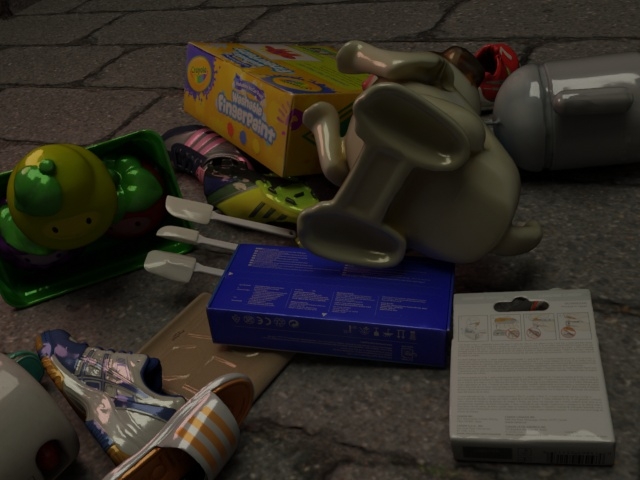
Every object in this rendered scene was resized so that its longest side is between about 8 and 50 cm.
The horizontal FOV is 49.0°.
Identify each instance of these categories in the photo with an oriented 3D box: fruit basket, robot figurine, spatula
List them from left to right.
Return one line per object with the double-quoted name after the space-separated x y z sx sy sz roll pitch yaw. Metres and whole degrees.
-0.426 -0.048 1.235 0.391 0.283 0.392 -14 20 5 "fruit basket"
-0.167 0.013 1.215 0.241 0.019 0.168 14 49 -6 "spatula"
0.472 -0.232 1.285 0.353 0.200 0.300 -4 -4 12 "robot figurine"

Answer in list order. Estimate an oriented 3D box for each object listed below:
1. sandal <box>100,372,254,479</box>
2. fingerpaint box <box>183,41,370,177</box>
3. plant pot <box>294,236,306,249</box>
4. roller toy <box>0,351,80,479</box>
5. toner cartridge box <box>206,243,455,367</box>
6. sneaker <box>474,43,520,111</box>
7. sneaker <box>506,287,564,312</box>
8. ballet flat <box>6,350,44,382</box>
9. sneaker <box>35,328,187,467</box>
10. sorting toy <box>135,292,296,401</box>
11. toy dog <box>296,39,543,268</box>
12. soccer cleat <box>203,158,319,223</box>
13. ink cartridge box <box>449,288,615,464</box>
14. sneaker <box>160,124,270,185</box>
-0.170 0.281 0.874 0.265 0.102 0.076 -41 44 -21 "sandal"
-0.025 -0.284 1.457 0.370 0.163 0.444 -9 29 -34 "fingerpaint box"
0.000 0.000 1.228 0.079 0.083 0.083 -31 37 -4 "plant pot"
-0.421 0.253 0.897 0.209 0.191 0.146 -15 23 52 "roller toy"
0.022 0.091 1.054 0.347 0.075 0.165 4 35 12 "toner cartridge box"
0.398 -0.400 1.612 0.107 0.119 0.279 5 39 23 "sneaker"
0.282 0.123 0.995 0.157 0.061 0.065 -30 7 -13 "sneaker"
-0.522 0.257 1.041 0.087 0.083 0.247 -10 26 49 "ballet flat"
-0.291 0.205 0.997 0.131 0.112 0.296 -39 53 -22 "sneaker"
-0.157 0.175 1.066 0.208 0.038 0.193 19 46 30 "sorting toy"
0.170 -0.171 1.113 0.395 0.285 0.408 14 36 -5 "toy dog"
-0.110 -0.071 1.319 0.289 0.121 0.093 21 31 37 "soccer cleat"
0.263 0.169 0.901 0.188 0.066 0.232 -3 40 15 "ink cartridge box"
-0.248 -0.172 1.504 0.318 0.112 0.131 8 37 28 "sneaker"
